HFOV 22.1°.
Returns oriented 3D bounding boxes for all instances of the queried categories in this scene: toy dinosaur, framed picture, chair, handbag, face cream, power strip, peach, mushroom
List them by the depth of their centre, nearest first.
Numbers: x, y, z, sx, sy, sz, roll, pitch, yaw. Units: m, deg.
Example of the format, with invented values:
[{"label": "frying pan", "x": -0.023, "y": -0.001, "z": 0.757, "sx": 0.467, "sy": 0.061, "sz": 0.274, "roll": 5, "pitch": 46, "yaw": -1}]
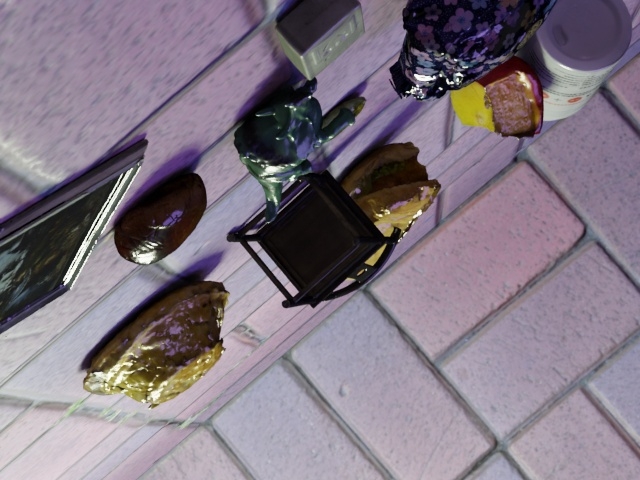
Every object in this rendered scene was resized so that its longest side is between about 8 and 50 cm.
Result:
[{"label": "framed picture", "x": -0.279, "y": 0.034, "z": 1.516, "sx": 0.232, "sy": 0.019, "sz": 0.296, "roll": -35, "pitch": 171, "yaw": -34}, {"label": "power strip", "x": 0.003, "y": -0.191, "z": 1.522, "sx": 0.075, "sy": 0.042, "sz": 0.175, "roll": -42, "pitch": 173, "yaw": 0}, {"label": "mushroom", "x": -0.160, "y": -0.019, "z": 1.684, "sx": 0.123, "sy": 0.052, "sz": 0.123, "roll": -44, "pitch": 173, "yaw": -7}, {"label": "handbag", "x": 0.165, "y": -0.244, "z": 1.705, "sx": 0.228, "sy": 0.127, "sz": 0.208, "roll": -48, "pitch": 173, "yaw": -9}, {"label": "toy dinosaur", "x": -0.031, "y": -0.104, "z": 1.735, "sx": 0.120, "sy": 0.079, "sz": 0.292, "roll": -34, "pitch": 169, "yaw": -6}, {"label": "chair", "x": 0.000, "y": 0.000, "z": 2.229, "sx": 0.154, "sy": 0.141, "sz": 0.260, "roll": -42, "pitch": 171, "yaw": 10}, {"label": "peach", "x": 0.255, "y": -0.213, "z": 2.358, "sx": 0.151, "sy": 0.151, "sz": 0.118, "roll": -11, "pitch": 117, "yaw": -75}, {"label": "face cream", "x": 0.351, "y": -0.259, "z": 2.478, "sx": 0.145, "sy": 0.145, "sz": 0.369, "roll": -39, "pitch": 174, "yaw": -14}]

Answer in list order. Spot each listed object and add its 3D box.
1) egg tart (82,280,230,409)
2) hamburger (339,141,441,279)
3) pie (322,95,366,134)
[{"label": "egg tart", "x": -0.211, "y": 0.149, "z": 2.215, "sx": 0.241, "sy": 0.106, "sz": 0.241, "roll": -37, "pitch": 168, "yaw": -9}, {"label": "hamburger", "x": 0.053, "y": -0.039, "z": 2.420, "sx": 0.131, "sy": 0.124, "sz": 0.262, "roll": -9, "pitch": 149, "yaw": -39}, {"label": "pie", "x": 0.026, "y": -0.146, "z": 1.973, "sx": 0.084, "sy": 0.021, "sz": 0.084, "roll": -39, "pitch": 173, "yaw": -6}]
